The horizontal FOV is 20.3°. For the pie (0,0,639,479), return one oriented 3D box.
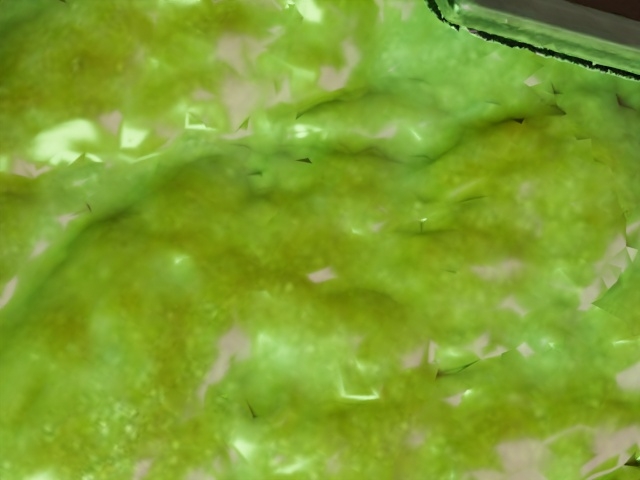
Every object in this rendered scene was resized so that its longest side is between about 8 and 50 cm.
[{"bbox_3d":[0.008,0.094,0.563,0.418,0.180,0.395,37,81,-4],"label":"pie"}]

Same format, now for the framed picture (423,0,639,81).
[{"bbox_3d":[0.063,-0.143,0.566,0.231,0.293,0.018,9,133,-38],"label":"framed picture"}]
